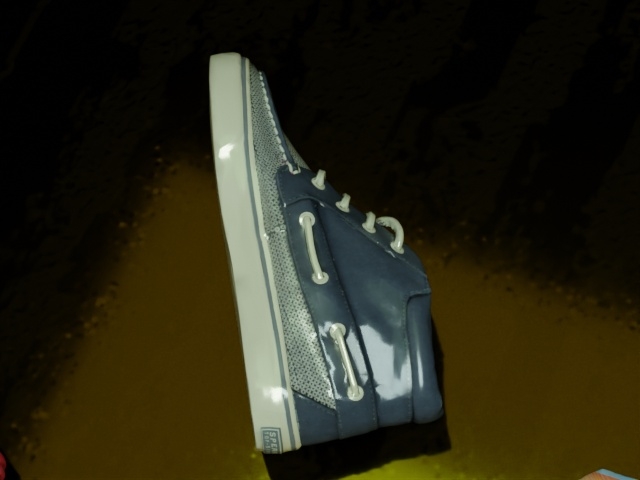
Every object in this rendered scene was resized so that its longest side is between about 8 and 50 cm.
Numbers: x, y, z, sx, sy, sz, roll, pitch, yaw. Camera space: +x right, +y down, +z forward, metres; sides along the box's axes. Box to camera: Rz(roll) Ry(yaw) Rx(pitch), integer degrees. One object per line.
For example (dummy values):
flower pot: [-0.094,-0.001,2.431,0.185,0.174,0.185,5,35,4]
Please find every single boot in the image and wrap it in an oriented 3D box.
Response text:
boot: [0.000,0.000,0.855,0.086,0.069,0.190,-8,72,-4]

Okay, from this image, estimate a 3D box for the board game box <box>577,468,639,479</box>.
board game box: [0.148,0.164,0.769,0.168,0.033,0.133,16,68,15]

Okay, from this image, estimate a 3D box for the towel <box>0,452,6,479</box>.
towel: [-0.290,0.060,0.882,0.199,0.031,0.275,-34,65,-9]
